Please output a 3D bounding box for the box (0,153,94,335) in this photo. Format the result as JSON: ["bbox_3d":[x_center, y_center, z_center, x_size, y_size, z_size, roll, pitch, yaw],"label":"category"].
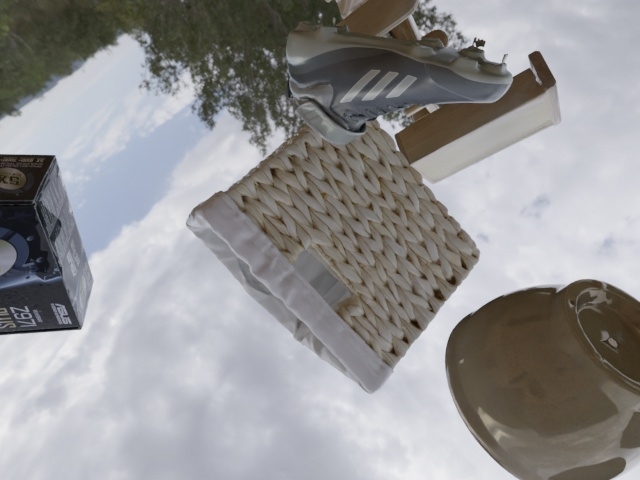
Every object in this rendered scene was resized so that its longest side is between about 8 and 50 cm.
[{"bbox_3d":[-0.326,0.011,0.415,0.148,0.180,0.077,-1,-138,-15],"label":"box"}]

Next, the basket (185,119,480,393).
[{"bbox_3d":[0.000,0.000,0.665,0.266,0.328,0.331,-45,-166,-14],"label":"basket"}]

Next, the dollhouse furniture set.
[{"bbox_3d":[0.235,-0.351,0.801,0.257,0.362,0.393,-26,-109,27],"label":"dollhouse furniture set"}]

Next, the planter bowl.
[{"bbox_3d":[0.198,0.098,0.331,0.162,0.109,0.162,11,-133,-12],"label":"planter bowl"}]

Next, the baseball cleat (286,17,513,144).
[{"bbox_3d":[0.057,-0.131,0.376,0.206,0.109,0.072,28,-140,29],"label":"baseball cleat"}]
